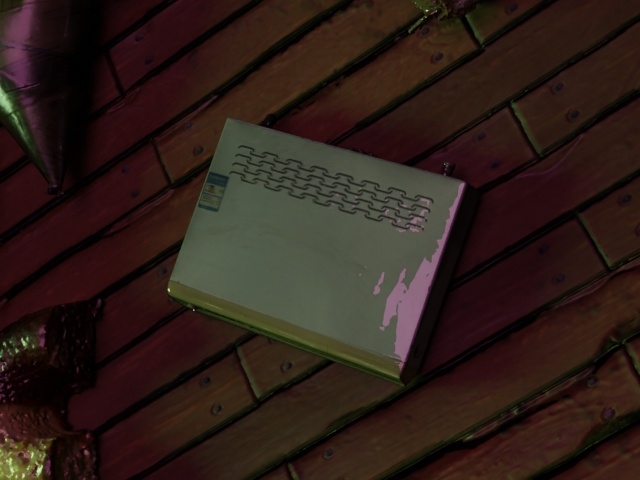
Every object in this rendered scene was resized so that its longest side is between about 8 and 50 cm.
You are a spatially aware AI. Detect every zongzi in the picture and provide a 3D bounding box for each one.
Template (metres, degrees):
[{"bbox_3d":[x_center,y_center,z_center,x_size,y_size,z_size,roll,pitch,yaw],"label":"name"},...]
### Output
[{"bbox_3d":[-0.350,-0.162,1.520,0.221,0.112,0.242,-1,85,29],"label":"zongzi"}]

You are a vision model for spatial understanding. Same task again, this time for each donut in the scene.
[{"bbox_3d":[-0.288,0.170,1.412,0.141,0.085,0.217,-14,73,23],"label":"donut"}]

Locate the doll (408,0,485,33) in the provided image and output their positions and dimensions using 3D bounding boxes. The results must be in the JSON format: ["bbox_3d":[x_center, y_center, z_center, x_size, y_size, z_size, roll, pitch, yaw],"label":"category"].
[{"bbox_3d":[0.088,-0.303,1.330,0.115,0.105,0.221,-31,67,24],"label":"doll"}]

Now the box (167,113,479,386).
[{"bbox_3d":[0.000,0.000,1.333,0.270,0.045,0.211,16,84,29],"label":"box"}]
